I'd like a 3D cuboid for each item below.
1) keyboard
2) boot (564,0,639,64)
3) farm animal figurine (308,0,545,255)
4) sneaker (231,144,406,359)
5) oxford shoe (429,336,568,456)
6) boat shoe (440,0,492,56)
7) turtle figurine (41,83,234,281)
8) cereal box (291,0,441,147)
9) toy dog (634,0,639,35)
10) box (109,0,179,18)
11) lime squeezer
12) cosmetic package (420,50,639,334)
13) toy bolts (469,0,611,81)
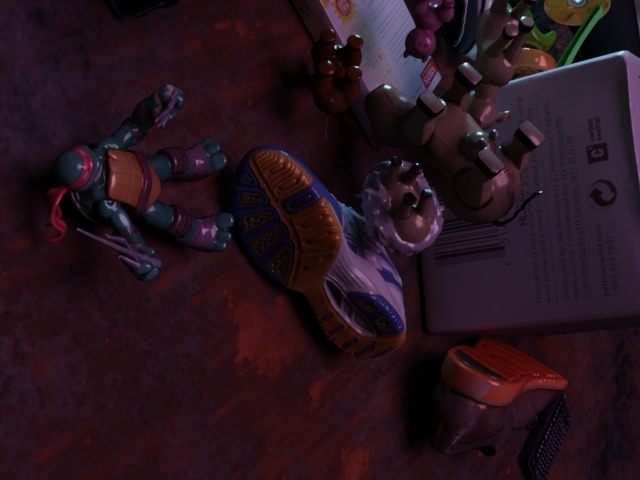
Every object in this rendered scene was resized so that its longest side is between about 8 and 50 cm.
[{"bbox_3d":[0.357,0.305,1.529,0.180,0.023,0.108,-48,118,-47],"label":"keyboard"},{"bbox_3d":[0.524,-0.277,1.643,0.367,0.146,0.445,-110,-177,-61],"label":"boot"},{"bbox_3d":[0.147,-0.152,1.168,0.330,0.172,0.327,-18,68,-20],"label":"farm animal figurine"},{"bbox_3d":[0.000,0.000,1.105,0.296,0.111,0.131,57,25,-28],"label":"sneaker"},{"bbox_3d":[0.241,0.221,1.355,0.363,0.130,0.133,9,107,-58],"label":"oxford shoe"},{"bbox_3d":[0.173,-0.438,1.412,0.113,0.127,0.340,-1,90,-23],"label":"boat shoe"},{"bbox_3d":[-0.164,-0.054,0.878,0.234,0.118,0.175,12,87,-66],"label":"turtle figurine"},{"bbox_3d":[0.065,-0.266,1.277,0.240,0.047,0.173,60,43,-25],"label":"cereal box"},{"bbox_3d":[0.687,-0.431,1.931,0.395,0.284,0.408,-41,111,-49],"label":"toy dog"},{"bbox_3d":[-0.084,-0.555,0.964,0.480,0.297,0.472,63,38,-20],"label":"box"},{"bbox_3d":[0.311,-0.234,1.463,0.310,0.059,0.110,-30,141,-9],"label":"lime squeezer"},{"bbox_3d":[0.374,-0.039,1.388,0.393,0.327,0.329,6,76,-52],"label":"cosmetic package"},{"bbox_3d":[0.319,-0.321,1.502,0.228,0.218,0.159,25,60,-31],"label":"toy bolts"}]
